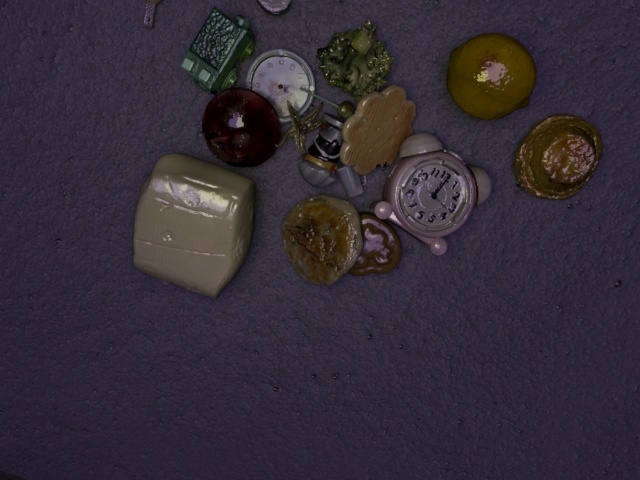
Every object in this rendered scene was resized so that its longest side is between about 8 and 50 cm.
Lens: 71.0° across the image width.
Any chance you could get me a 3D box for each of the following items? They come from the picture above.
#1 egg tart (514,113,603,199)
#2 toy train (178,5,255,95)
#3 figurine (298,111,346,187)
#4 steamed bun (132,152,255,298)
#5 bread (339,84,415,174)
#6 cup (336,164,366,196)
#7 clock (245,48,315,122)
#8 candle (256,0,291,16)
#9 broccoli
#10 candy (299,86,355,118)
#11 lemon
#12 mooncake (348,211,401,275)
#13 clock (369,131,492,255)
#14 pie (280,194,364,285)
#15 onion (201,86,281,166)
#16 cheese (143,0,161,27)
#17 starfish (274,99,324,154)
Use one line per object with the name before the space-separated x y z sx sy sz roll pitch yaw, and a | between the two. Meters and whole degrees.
egg tart | 0.799 -0.271 1.483 0.294 0.123 0.294 0 102 2
toy train | -0.325 -0.606 1.445 0.159 0.188 0.271 37 104 -3
figurine | 0.012 -0.301 1.509 0.133 0.176 0.236 18 111 -20
steamed bun | -0.408 -0.057 1.523 0.371 0.290 0.456 20 117 -7
bread | 0.182 -0.350 1.448 0.316 0.316 0.054 -52 52 12
cup | 0.118 -0.222 1.571 0.104 0.074 0.116 -27 105 -20
clock | -0.135 -0.521 1.518 0.236 0.053 0.236 1 107 3
candle | -0.168 -0.832 1.445 0.168 0.068 0.192 10 101 -2
broccoli | 0.106 -0.561 1.395 0.247 0.243 0.263 6 92 0
candy | 0.023 -0.468 1.499 0.202 0.061 0.061 21 104 -18
lemon | 0.525 -0.502 1.385 0.267 0.267 0.267 1 103 3
mooncake | 0.168 0.012 1.592 0.235 0.117 0.235 2 105 6
clock | 0.370 -0.160 1.510 0.342 0.184 0.326 31 99 -11
pie | 0.000 0.000 1.558 0.339 0.077 0.339 5 99 35
onion | -0.265 -0.351 1.473 0.272 0.195 0.272 1 124 1
cheese | -0.559 -0.809 1.491 0.097 0.037 0.192 14 104 2
starfish | -0.071 -0.386 1.512 0.223 0.217 0.050 -43 57 -17
